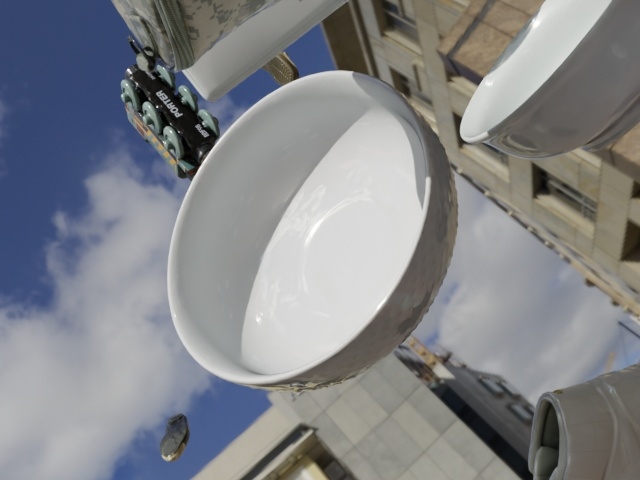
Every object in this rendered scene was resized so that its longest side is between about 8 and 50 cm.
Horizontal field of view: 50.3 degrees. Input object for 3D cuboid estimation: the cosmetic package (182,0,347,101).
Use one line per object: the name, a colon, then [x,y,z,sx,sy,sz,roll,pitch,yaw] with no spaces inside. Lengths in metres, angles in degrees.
cosmetic package: [-0.098,-0.449,0.971,0.394,0.329,0.327,-37,-74,3]

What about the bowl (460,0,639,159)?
bowl: [0.311,-0.200,0.801,0.298,0.134,0.298,-53,8,10]

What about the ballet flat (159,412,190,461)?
ballet flat: [-0.259,0.364,1.250,0.057,0.173,0.049,-25,-82,-5]

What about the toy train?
toy train: [-0.352,-0.272,1.617,0.142,0.334,0.190,-34,-23,-24]

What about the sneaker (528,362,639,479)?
sneaker: [0.330,0.304,0.816,0.169,0.108,0.292,-10,-86,-13]

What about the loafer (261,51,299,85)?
loafer: [-0.081,-0.358,1.381,0.050,0.148,0.056,-16,-47,-29]

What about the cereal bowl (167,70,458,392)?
cereal bowl: [0.000,0.000,0.728,0.339,0.339,0.141,-52,-42,7]

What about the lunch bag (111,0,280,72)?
lunch bag: [-0.077,-0.312,0.540,0.305,0.212,0.256,-40,-49,-13]
